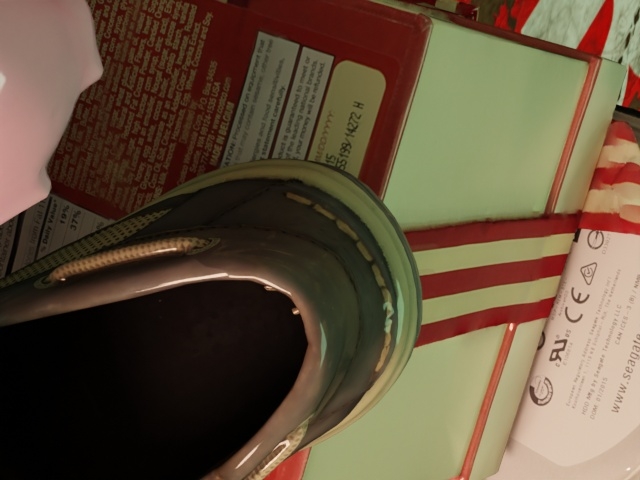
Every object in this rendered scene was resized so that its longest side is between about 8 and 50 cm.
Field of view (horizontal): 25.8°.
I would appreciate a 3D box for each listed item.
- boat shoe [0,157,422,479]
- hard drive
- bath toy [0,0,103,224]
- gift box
[{"bbox_3d":[-0.134,0.079,0.486,0.355,0.132,0.130,-33,177,11],"label":"boat shoe"},{"bbox_3d":[0.100,0.025,0.787,0.064,0.339,0.237,6,105,-42],"label":"hard drive"},{"bbox_3d":[-0.120,-0.031,0.358,0.348,0.129,0.151,-64,-171,2],"label":"bath toy"},{"bbox_3d":[0.000,0.000,0.673,0.258,0.276,0.255,-3,117,-61],"label":"gift box"}]
